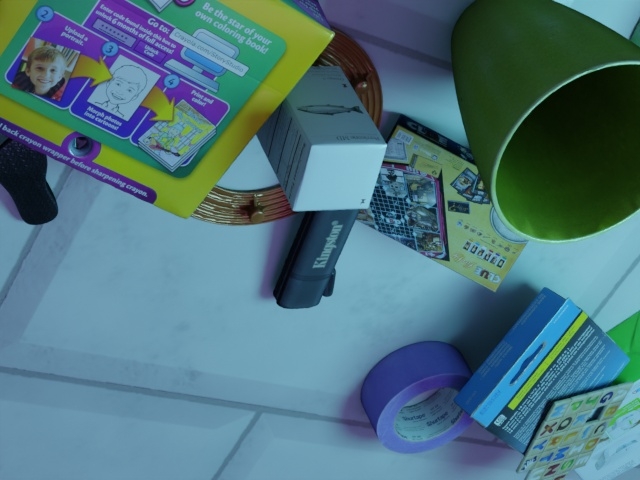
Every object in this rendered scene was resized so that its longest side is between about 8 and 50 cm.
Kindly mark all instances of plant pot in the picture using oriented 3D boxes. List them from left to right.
[{"bbox_3d":[0.286,-0.192,1.784,0.275,0.293,0.274,-13,133,-14],"label":"plant pot"}]

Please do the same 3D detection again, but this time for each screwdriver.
[{"bbox_3d":[0.014,0.012,2.044,0.024,0.025,0.170,-8,123,-18],"label":"screwdriver"}]

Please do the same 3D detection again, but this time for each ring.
[{"bbox_3d":[-0.071,-0.145,1.849,0.337,0.032,0.336,-13,133,-14],"label":"ring"}]

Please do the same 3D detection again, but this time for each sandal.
[{"bbox_3d":[-0.376,-0.083,1.765,0.067,0.040,0.179,-12,148,-7],"label":"sandal"}]

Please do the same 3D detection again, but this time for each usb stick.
[{"bbox_3d":[0.000,0.000,1.975,0.077,0.045,0.278,4,136,-19],"label":"usb stick"}]

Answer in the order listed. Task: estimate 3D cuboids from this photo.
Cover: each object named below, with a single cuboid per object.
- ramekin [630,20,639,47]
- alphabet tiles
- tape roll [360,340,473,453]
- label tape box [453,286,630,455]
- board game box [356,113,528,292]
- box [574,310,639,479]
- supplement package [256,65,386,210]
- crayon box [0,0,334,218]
[{"bbox_3d":[0.604,-0.250,1.981,0.303,0.148,0.303,-13,134,-14],"label":"ramekin"},{"bbox_3d":[0.409,0.340,2.311,0.198,0.009,0.237,-8,132,-39],"label":"alphabet tiles"},{"bbox_3d":[0.167,0.261,2.290,0.189,0.080,0.189,-12,134,-13],"label":"tape roll"},{"bbox_3d":[0.341,0.207,2.223,0.240,0.106,0.334,-51,144,0],"label":"label tape box"},{"bbox_3d":[0.181,-0.051,1.954,0.243,0.042,0.165,28,119,-3],"label":"board game box"},{"bbox_3d":[0.526,0.290,2.447,0.262,0.126,0.231,-36,135,8],"label":"box"},{"bbox_3d":[-0.004,-0.131,1.743,0.105,0.179,0.105,-2,130,-24],"label":"supplement package"},{"bbox_3d":[-0.222,-0.230,1.630,0.363,0.106,0.313,26,114,-32],"label":"crayon box"}]
